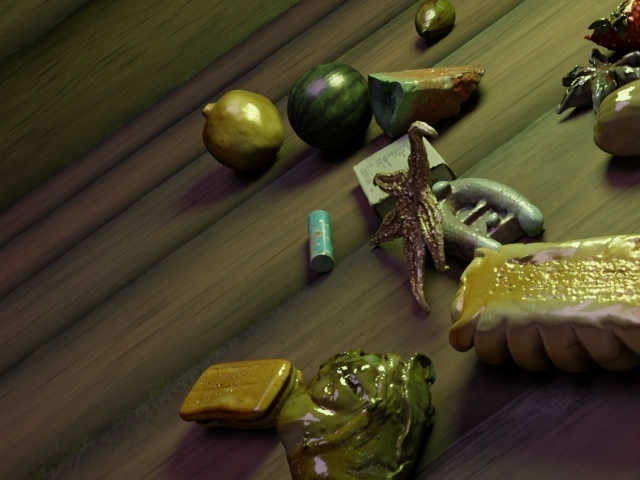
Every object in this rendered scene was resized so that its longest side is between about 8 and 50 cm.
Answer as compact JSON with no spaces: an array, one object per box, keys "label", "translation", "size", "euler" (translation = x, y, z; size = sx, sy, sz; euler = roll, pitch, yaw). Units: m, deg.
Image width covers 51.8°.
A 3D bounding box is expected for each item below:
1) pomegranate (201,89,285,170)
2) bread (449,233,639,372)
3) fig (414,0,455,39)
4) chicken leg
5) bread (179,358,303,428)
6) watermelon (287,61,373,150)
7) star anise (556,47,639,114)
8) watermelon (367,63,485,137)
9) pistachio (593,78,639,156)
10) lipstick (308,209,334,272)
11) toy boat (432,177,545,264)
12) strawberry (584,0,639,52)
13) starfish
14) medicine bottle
[{"label":"pomegranate","translation":[-0.207,-0.291,1.776],"size":[0.233,0.233,0.233],"euler":[-25,32,17]},{"label":"bread","translation":[0.313,0.083,0.809],"size":[0.311,0.121,0.173],"euler":[-4,46,42]},{"label":"fig","translation":[0.305,-0.597,1.796],"size":[0.109,0.103,0.154],"euler":[-40,13,40]},{"label":"chicken leg","translation":[0.031,0.307,0.762],"size":[0.153,0.201,0.429],"euler":[-48,22,43]},{"label":"bread","translation":[-0.127,0.250,1.058],"size":[0.200,0.077,0.116],"euler":[-13,38,37]},{"label":"watermelon","translation":[0.023,-0.318,1.582],"size":[0.212,0.212,0.212],"euler":[-25,32,17]},{"label":"star anise","translation":[0.515,-0.289,1.189],"size":[0.172,0.063,0.208],"euler":[-42,30,-11]},{"label":"watermelon","translation":[0.249,-0.329,1.459],"size":[0.257,0.140,0.193],"euler":[-16,30,-6]},{"label":"pistachio","translation":[0.512,-0.197,1.027],"size":[0.185,0.108,0.126],"euler":[-27,54,0]},{"label":"lipstick","translation":[0.000,0.000,1.311],"size":[0.048,0.048,0.158],"euler":[-27,31,15]},{"label":"toy boat","translation":[0.252,-0.046,1.088],"size":[0.155,0.085,0.227],"euler":[-40,30,-6]},{"label":"strawberry","translation":[0.603,-0.404,1.222],"size":[0.236,0.107,0.175],"euler":[-34,-2,-28]},{"label":"starfish","translation":[0.151,-0.044,1.111],"size":[0.060,0.299,0.302],"euler":[-3,5,-15]},{"label":"medicine bottle","translation":[0.163,-0.140,1.342],"size":[0.171,0.052,0.201],"euler":[-32,29,7]}]
